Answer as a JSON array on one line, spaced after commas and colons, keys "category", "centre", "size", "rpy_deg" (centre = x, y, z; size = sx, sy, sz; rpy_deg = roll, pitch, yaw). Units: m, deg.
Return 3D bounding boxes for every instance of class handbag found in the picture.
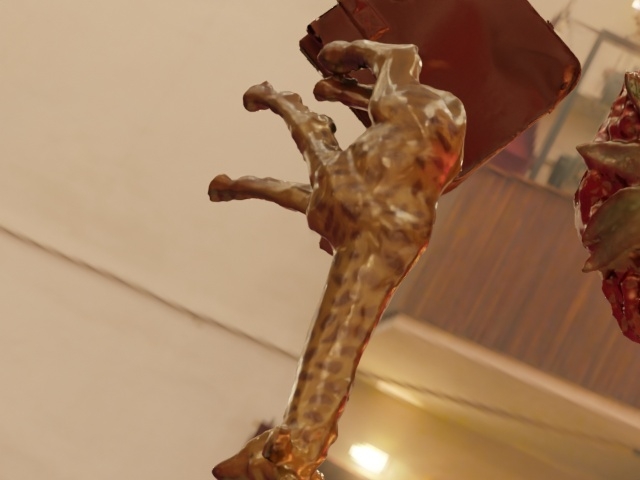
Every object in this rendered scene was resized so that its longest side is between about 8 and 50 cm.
[{"category": "handbag", "centre": [0.148, -0.224, 1.543], "size": [0.275, 0.260, 0.084], "rpy_deg": [52, -13, 1]}]

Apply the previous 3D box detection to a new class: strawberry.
[{"category": "strawberry", "centre": [0.357, -0.010, 1.038], "size": [0.292, 0.292, 0.343], "rpy_deg": [21, -3, 28]}]

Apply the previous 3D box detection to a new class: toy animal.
[{"category": "toy animal", "centre": [0.009, -0.004, 0.584], "size": [0.149, 0.275, 0.054], "rpy_deg": [-25, -48, 14]}]
